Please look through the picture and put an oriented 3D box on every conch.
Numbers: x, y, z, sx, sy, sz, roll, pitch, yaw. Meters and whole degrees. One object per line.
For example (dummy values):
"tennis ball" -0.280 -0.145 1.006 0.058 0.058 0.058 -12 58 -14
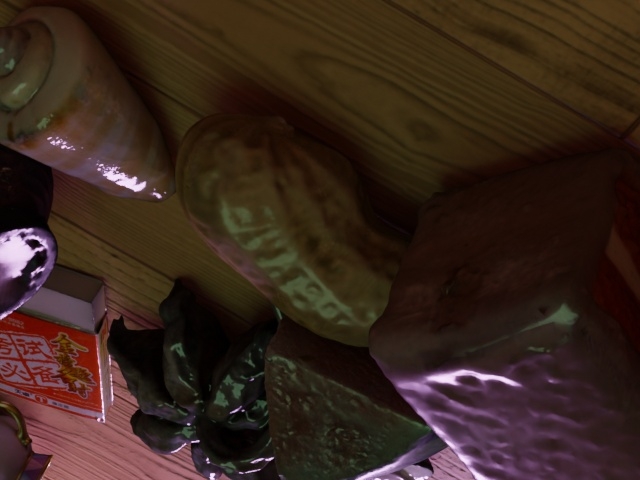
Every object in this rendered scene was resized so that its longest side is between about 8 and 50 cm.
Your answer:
"conch" -0.235 -0.107 1.701 0.158 0.127 0.255 -17 125 38

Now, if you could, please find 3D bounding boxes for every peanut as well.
"peanut" 0.000 0.000 1.689 0.325 0.153 0.140 35 176 -14

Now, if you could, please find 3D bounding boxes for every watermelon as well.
"watermelon" 0.059 0.127 1.792 0.261 0.213 0.201 -21 106 34

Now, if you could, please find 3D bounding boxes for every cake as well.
"cake" 0.223 0.096 1.609 0.230 0.237 0.309 -11 129 36

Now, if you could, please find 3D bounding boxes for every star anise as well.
"star anise" -0.119 0.160 1.928 0.315 0.139 0.359 -19 115 36

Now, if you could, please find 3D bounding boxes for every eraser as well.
"eraser" -0.317 0.109 2.046 0.157 0.038 0.230 16 140 10

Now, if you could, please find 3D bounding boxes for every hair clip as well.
"hair clip" 0.063 0.256 1.975 0.116 0.049 0.172 -8 161 28

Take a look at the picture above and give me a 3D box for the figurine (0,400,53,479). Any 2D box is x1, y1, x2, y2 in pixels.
"figurine" -0.463 0.244 2.192 0.263 0.142 0.189 29 108 -3

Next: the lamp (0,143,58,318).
"lamp" -0.380 -0.033 1.787 0.247 0.247 0.247 14 139 12
